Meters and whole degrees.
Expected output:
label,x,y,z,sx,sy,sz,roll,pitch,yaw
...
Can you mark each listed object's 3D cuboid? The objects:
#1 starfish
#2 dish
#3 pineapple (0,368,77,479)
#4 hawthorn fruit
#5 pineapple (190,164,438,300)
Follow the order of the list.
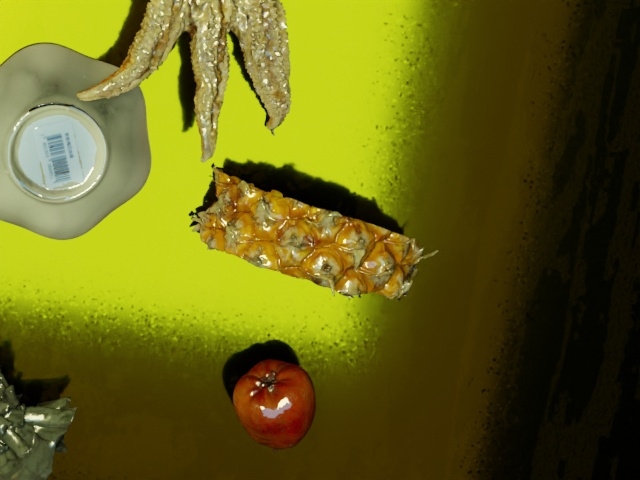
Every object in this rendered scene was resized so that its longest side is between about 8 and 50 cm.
label,x,y,z,sx,sy,sz,roll,pitch,yaw
starfish,-0.079,-0.219,1.642,0.302,0.084,0.293,7,104,-21
dish,-0.244,-0.086,1.656,0.191,0.066,0.190,-2,104,-10
pineapple,-0.344,0.158,1.681,0.237,0.111,0.119,19,129,-20
hawthorn fruit,-0.043,0.166,1.758,0.081,0.081,0.093,-20,136,-6
pineapple,0.000,0.001,1.691,0.233,0.135,0.079,14,100,-13
